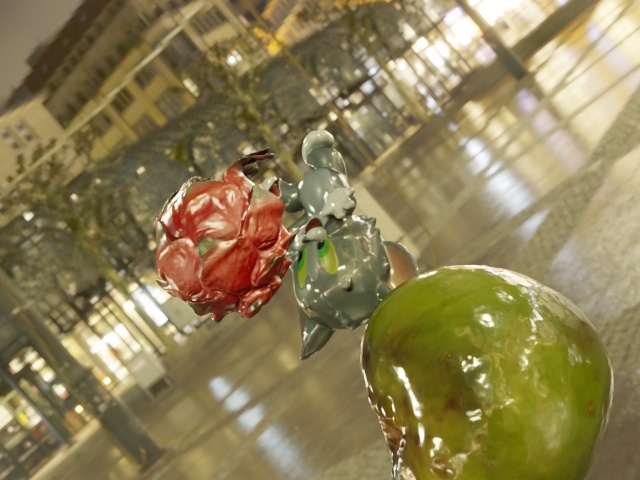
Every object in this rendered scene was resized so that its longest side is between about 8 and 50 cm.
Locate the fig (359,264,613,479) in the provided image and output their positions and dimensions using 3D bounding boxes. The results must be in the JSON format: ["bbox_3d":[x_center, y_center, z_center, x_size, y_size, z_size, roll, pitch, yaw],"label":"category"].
[{"bbox_3d":[0.117,0.105,0.690,0.191,0.181,0.181,-17,-9,-30],"label":"fig"}]

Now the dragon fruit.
[{"bbox_3d":[-0.077,-0.001,0.823,0.130,0.121,0.142,-22,36,-18],"label":"dragon fruit"}]

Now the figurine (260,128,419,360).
[{"bbox_3d":[0.002,-0.001,1.190,0.193,0.140,0.265,-33,39,22],"label":"figurine"}]
